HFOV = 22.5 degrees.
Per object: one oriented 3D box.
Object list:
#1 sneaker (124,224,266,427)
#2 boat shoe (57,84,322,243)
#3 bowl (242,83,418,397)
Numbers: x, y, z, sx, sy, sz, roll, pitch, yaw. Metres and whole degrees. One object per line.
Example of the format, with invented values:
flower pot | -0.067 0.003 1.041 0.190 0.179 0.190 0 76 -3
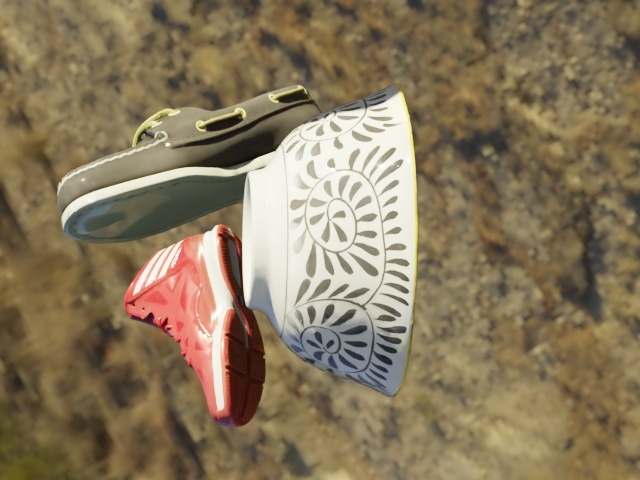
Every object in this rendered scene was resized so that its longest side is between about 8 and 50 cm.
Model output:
sneaker | -0.135 0.102 1.694 0.087 0.128 0.221 39 -140 -52
boat shoe | -0.087 -0.056 1.099 0.081 0.228 0.068 -45 67 48
bowl | 0.000 0.000 0.862 0.170 0.080 0.170 180 90 -83
